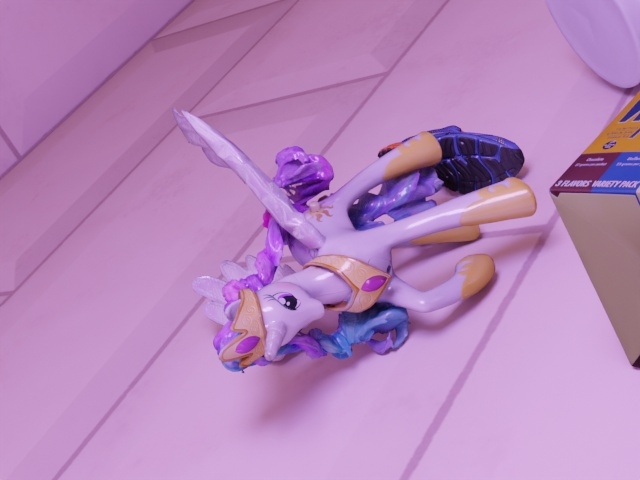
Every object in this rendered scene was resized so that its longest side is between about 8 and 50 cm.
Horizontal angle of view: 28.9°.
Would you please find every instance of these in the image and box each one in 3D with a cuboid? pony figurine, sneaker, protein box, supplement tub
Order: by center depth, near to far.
[{"bbox_3d":[0.334,-0.023,1.051,0.201,0.200,0.136,-44,28,-28],"label":"protein box"},{"bbox_3d":[0.000,0.000,1.355,0.363,0.303,0.351,-22,30,-19],"label":"pony figurine"},{"bbox_3d":[0.453,-0.355,1.504,0.325,0.235,0.235,-34,25,-7],"label":"supplement tub"},{"bbox_3d":[0.169,-0.111,1.552,0.087,0.083,0.221,-37,28,-32],"label":"sneaker"}]
